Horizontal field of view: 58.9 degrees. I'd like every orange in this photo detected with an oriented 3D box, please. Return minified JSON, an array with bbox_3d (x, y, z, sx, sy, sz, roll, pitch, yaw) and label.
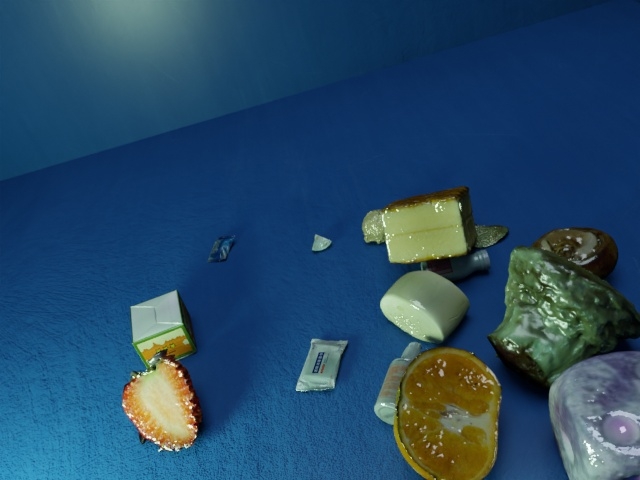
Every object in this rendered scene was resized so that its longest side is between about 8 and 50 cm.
[{"bbox_3d":[0.307,0.420,1.382,0.274,0.274,0.311,7,84,29],"label":"orange"}]

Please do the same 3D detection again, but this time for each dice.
[{"bbox_3d":[0.668,0.421,1.221,0.271,0.270,0.270,-12,37,6],"label":"dice"}]

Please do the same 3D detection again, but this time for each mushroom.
[{"bbox_3d":[0.772,0.049,1.742,0.253,0.153,0.253,-12,28,7],"label":"mushroom"}]

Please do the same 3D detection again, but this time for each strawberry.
[{"bbox_3d":[-0.458,0.506,1.707,0.233,0.138,0.306,-38,64,4],"label":"strawberry"}]

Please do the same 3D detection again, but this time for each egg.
[{"bbox_3d":[0.217,-0.055,2.131,0.140,0.116,0.118,-31,54,28],"label":"egg"}]

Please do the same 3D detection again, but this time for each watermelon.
[{"bbox_3d":[0.000,0.000,2.189,0.085,0.061,0.085,-19,34,14],"label":"watermelon"}]

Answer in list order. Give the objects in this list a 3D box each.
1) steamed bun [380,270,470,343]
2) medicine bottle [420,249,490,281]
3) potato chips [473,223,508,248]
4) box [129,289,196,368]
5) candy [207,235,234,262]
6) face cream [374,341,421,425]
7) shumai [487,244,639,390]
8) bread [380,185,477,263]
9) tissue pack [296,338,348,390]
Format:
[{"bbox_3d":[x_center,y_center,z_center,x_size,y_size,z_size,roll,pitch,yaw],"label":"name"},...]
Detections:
[{"bbox_3d":[0.320,0.187,1.750,0.250,0.155,0.200,24,53,38],"label":"steamed bun"},{"bbox_3d":[0.447,0.087,1.879,0.216,0.091,0.090,-13,37,4],"label":"medicine bottle"},{"bbox_3d":[0.563,-0.018,2.024,0.209,0.026,0.142,-28,41,-11],"label":"potato chips"},{"bbox_3d":[-0.540,0.305,1.947,0.177,0.148,0.195,-20,37,-8],"label":"box"},{"bbox_3d":[-0.410,0.033,2.332,0.088,0.038,0.136,-3,49,23],"label":"candy"},{"bbox_3d":[0.233,0.383,1.582,0.101,0.101,0.252,4,42,25],"label":"face cream"},{"bbox_3d":[0.614,0.225,1.507,0.323,0.397,0.324,-56,23,-1],"label":"shumai"},{"bbox_3d":[0.370,-0.052,1.904,0.278,0.207,0.279,-12,7,20],"label":"bread"},{"bbox_3d":[0.006,0.380,1.737,0.122,0.026,0.193,-2,40,21],"label":"tissue pack"}]
